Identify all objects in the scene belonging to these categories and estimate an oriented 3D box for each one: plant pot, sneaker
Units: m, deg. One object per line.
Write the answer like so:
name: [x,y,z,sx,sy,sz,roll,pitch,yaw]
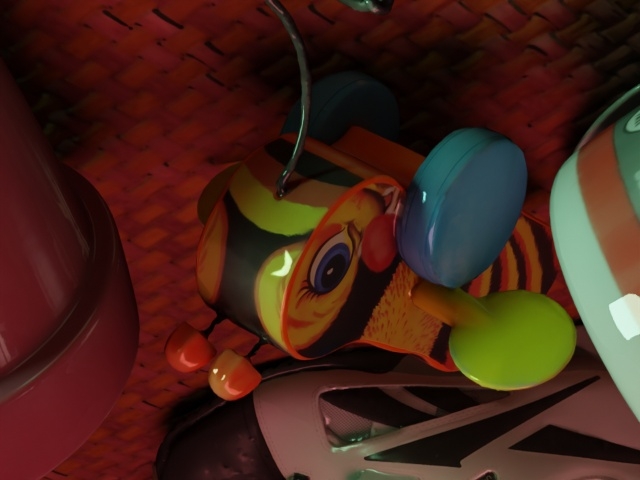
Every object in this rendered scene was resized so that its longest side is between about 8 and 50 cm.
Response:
plant pot: [-0.187,-0.012,0.644,0.201,0.201,0.180,-6,131,2]
sneaker: [0.058,0.146,0.943,0.330,0.146,0.122,-11,147,12]

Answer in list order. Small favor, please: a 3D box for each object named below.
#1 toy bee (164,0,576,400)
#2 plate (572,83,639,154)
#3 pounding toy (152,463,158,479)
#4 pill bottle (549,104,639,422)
toy bee: [0.000,0.000,0.698,0.298,0.162,0.195,37,173,-35]
plate: [0.212,-0.046,0.780,0.188,0.024,0.188,-4,145,-3]
pounding toy: [-0.068,0.221,1.072,0.141,0.100,0.130,-4,146,-2]
pill bottle: [0.288,-0.040,0.609,0.363,0.210,0.210,-35,137,22]
